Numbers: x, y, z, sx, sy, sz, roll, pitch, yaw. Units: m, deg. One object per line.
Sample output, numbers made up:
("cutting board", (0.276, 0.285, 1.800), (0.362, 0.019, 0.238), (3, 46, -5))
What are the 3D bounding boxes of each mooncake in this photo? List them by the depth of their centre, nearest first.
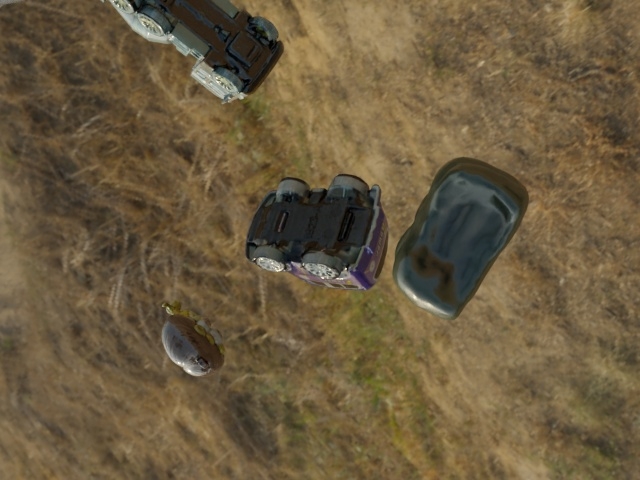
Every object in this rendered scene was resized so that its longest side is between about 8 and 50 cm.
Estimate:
("mooncake", (0.147, -0.003, 0.833), (0.104, 0.175, 0.168), (30, 159, -3))

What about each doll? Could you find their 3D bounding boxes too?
("doll", (-0.244, 0.172, 1.437), (0.188, 0.096, 0.145), (53, 180, 31))

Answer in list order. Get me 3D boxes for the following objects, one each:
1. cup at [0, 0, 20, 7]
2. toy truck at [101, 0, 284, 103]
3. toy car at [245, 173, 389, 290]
("cup", (-0.162, -0.161, 0.344), (0.142, 0.173, 0.134), (-16, 141, 43))
("toy truck", (-0.183, -0.289, 1.013), (0.257, 0.108, 0.140), (37, 164, -17))
("toy car", (0.000, 0.000, 1.296), (0.235, 0.172, 0.158), (3, 150, 27))
